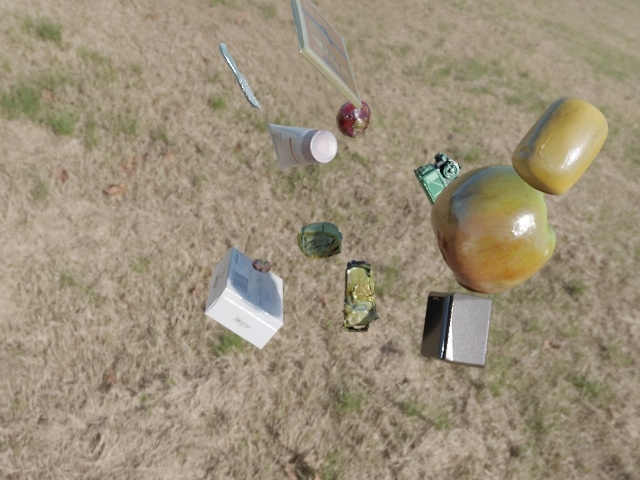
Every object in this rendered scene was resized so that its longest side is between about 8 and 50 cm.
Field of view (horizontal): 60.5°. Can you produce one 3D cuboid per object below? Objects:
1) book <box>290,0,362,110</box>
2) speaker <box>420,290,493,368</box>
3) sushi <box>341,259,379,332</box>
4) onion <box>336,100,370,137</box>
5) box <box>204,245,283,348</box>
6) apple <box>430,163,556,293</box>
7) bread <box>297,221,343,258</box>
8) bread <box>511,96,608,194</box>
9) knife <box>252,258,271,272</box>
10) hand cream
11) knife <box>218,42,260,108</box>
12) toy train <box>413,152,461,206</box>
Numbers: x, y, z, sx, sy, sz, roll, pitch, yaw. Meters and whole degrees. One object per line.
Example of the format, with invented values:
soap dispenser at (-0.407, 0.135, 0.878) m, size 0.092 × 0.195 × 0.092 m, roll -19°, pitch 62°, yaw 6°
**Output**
book at (0.008, -0.370, 1.032) m, size 0.170 × 0.018 × 0.241 m, roll 34°, pitch 34°, yaw -40°
speaker at (0.455, 0.294, 1.832) m, size 0.193 × 0.153 × 0.230 m, roll 12°, pitch 83°, yaw -21°
sushi at (0.150, 0.212, 2.016) m, size 0.139 × 0.290 × 0.131 m, roll 3°, pitch 16°, yaw 2°
onion at (0.089, -0.339, 1.521) m, size 0.107 × 0.107 × 0.097 m, roll -18°, pitch 42°, yaw -40°
box at (-0.224, 0.165, 1.657) m, size 0.203 × 0.116 × 0.274 m, roll 35°, pitch 18°, yaw -19°
apple at (0.471, -0.033, 1.481) m, size 0.338 × 0.305 × 0.338 m, roll 57°, pitch 18°, yaw -30°
bread at (0.000, 0.000, 1.782) m, size 0.156 × 0.117 × 0.064 m, roll -12°, pitch 27°, yaw 29°
bread at (0.515, -0.205, 1.165) m, size 0.147 × 0.217 × 0.098 m, roll 36°, pitch -5°, yaw 1°
knife at (-0.144, 0.063, 1.374) m, size 0.018 × 0.035 × 0.247 m, roll 42°, pitch -4°, yaw 6°
hand cream at (-0.062, -0.249, 1.435) m, size 0.083 × 0.133 × 0.248 m, roll -26°, pitch 20°, yaw -31°
knife at (-0.231, -0.465, 1.566) m, size 0.028 × 0.015 × 0.210 m, roll -48°, pitch 119°, yaw -37°
toy train at (0.455, -0.185, 1.978) m, size 0.269 × 0.154 × 0.115 m, roll 56°, pitch 10°, yaw -22°
